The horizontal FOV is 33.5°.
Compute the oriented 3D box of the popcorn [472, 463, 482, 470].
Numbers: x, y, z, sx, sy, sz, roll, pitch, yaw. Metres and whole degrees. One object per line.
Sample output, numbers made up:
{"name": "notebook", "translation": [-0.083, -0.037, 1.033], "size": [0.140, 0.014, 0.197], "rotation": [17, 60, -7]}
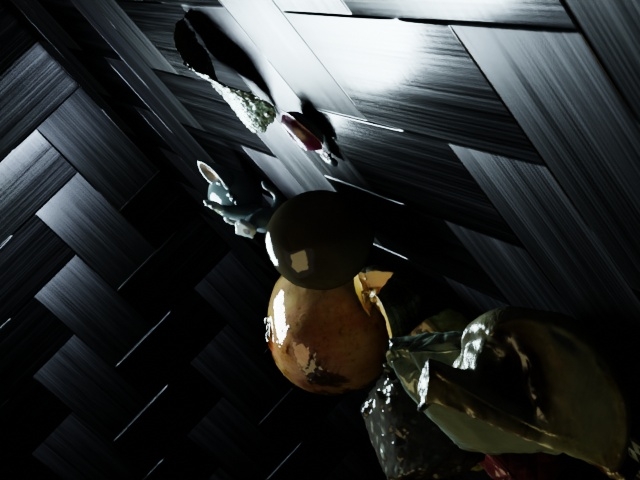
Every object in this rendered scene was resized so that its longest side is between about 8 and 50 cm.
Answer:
{"name": "popcorn", "translation": [0.326, 0.434, 2.431], "size": [0.204, 0.183, 0.221], "rotation": [15, 180, -25]}

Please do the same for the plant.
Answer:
{"name": "plant", "translation": [0.189, 0.310, 2.075], "size": [0.215, 0.213, 0.312], "rotation": [121, 135, -65]}

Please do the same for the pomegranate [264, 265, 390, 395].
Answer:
{"name": "pomegranate", "translation": [0.022, 0.177, 2.247], "size": [0.322, 0.322, 0.322], "rotation": [42, 170, 9]}

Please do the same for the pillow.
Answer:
{"name": "pillow", "translation": [0.295, 0.253, 1.747], "size": [0.283, 0.138, 0.310], "rotation": [-9, 134, 33]}

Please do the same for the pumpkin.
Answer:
{"name": "pumpkin", "translation": [0.140, 0.108, 2.008], "size": [0.183, 0.108, 0.119], "rotation": [48, 161, 59]}

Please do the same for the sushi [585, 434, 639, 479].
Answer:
{"name": "sushi", "translation": [0.507, 0.390, 1.882], "size": [0.264, 0.050, 0.290], "rotation": [48, 169, -25]}

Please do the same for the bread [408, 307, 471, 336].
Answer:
{"name": "bread", "translation": [0.265, 0.229, 1.941], "size": [0.232, 0.128, 0.088], "rotation": [43, -161, 2]}

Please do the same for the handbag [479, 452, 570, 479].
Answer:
{"name": "handbag", "translation": [0.387, 0.407, 2.165], "size": [0.225, 0.146, 0.135], "rotation": [47, 164, -17]}

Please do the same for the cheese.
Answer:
{"name": "cheese", "translation": [-0.018, -0.164, 1.708], "size": [0.095, 0.038, 0.145], "rotation": [37, 174, 42]}

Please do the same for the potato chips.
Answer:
{"name": "potato chips", "translation": [-0.170, -0.275, 1.804], "size": [0.228, 0.059, 0.167], "rotation": [44, 180, -2]}

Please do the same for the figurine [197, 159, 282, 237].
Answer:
{"name": "figurine", "translation": [-0.169, -0.083, 2.387], "size": [0.265, 0.140, 0.193], "rotation": [17, 178, 43]}

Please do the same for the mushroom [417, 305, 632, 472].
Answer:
{"name": "mushroom", "translation": [0.292, 0.193, 1.522], "size": [0.292, 0.212, 0.217], "rotation": [10, -176, 7]}

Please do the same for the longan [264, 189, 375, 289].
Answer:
{"name": "longan", "translation": [0.000, 0.000, 1.902], "size": [0.198, 0.198, 0.212], "rotation": [49, 168, -26]}
